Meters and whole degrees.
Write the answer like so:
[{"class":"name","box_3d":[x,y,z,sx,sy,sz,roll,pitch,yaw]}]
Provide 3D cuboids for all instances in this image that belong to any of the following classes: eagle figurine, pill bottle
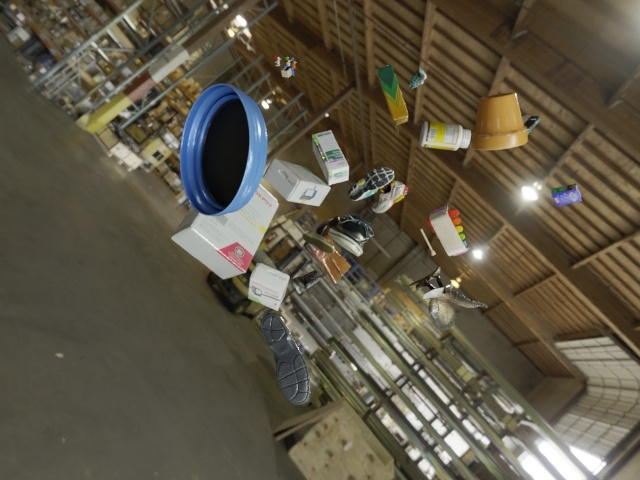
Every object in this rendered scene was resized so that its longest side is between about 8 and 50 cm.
[{"class":"eagle figurine","box_3d":[0.589,0.269,1.944,0.298,0.225,0.226,51,-14,0]},{"class":"pill bottle","box_3d":[0.576,-0.482,1.954,0.214,0.118,0.117,8,-10,4]}]

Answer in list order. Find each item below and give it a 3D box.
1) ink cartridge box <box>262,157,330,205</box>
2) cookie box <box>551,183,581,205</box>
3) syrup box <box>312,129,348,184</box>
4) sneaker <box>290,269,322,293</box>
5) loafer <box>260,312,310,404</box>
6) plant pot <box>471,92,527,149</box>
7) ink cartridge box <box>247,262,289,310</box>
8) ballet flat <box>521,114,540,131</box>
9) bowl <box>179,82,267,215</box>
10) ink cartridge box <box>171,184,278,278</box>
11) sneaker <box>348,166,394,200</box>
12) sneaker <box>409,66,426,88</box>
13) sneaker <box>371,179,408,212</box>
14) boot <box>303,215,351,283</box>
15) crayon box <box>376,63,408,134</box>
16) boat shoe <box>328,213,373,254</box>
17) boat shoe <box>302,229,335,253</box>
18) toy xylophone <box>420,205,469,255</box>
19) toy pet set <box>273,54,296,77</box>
[{"class":"ink cartridge box","box_3d":[-0.087,-0.215,1.571,0.154,0.093,0.212,43,19,25]},{"class":"cookie box","box_3d":[1.174,-0.218,2.016,0.107,0.040,0.092,-13,-44,42]},{"class":"syrup box","box_3d":[0.042,-0.367,1.866,0.096,0.093,0.237,88,-17,-56]},{"class":"sneaker","box_3d":[-0.068,0.186,2.021,0.083,0.118,0.222,56,6,7]},{"class":"loafer","box_3d":[-0.104,0.379,1.391,0.095,0.109,0.303,28,39,-81]},{"class":"plant pot","box_3d":[0.692,-0.467,1.642,0.205,0.205,0.188,-141,-142,-64]},{"class":"ink cartridge box","box_3d":[-0.299,0.266,2.401,0.198,0.115,0.273,23,-33,2]},{"class":"ballet flat","box_3d":[0.878,-0.494,1.809,0.074,0.074,0.203,48,8,11]},{"class":"bowl","box_3d":[-0.299,-0.266,1.279,0.077,0.391,0.391,0,36,-45]},{"class":"ink cartridge box","box_3d":[-0.371,-0.083,1.716,0.160,0.385,0.279,-20,-54,42]},{"class":"sneaker","box_3d":[0.269,-0.294,2.202,0.109,0.275,0.107,-1,69,-52]},{"class":"sneaker","box_3d":[0.506,-0.844,2.214,0.065,0.076,0.166,53,3,8]},{"class":"sneaker","box_3d":[0.301,-0.205,1.926,0.092,0.088,0.225,34,-39,-12]},{"class":"boot","box_3d":[0.079,0.044,2.219,0.280,0.264,0.096,50,-33,-18]},{"class":"crayon box","box_3d":[0.383,-0.720,2.182,0.202,0.081,0.319,-38,109,-77]},{"class":"boat shoe","box_3d":[0.154,-0.046,2.036,0.186,0.156,0.500,37,10,1]},{"class":"boat shoe","box_3d":[0.000,0.001,1.660,0.152,0.048,0.056,24,-41,31]},{"class":"toy xylophone","box_3d":[0.744,-0.039,2.542,0.081,0.236,0.323,-42,113,-56]},{"class":"toy pet set","box_3d":[-0.160,-0.878,2.109,0.122,0.065,0.114,20,-36,25]}]
